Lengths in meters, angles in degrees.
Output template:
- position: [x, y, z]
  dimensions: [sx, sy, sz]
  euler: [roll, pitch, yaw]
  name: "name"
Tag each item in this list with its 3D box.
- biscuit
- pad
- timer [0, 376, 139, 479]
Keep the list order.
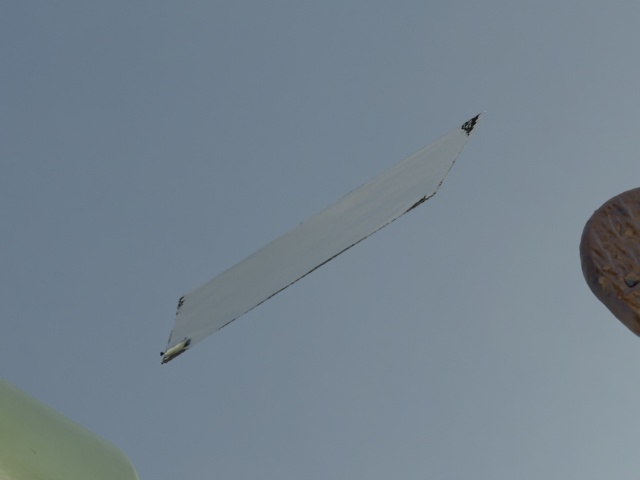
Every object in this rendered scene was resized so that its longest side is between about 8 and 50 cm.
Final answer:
- position: [0.307, 0.021, 1.259]
  dimensions: [0.212, 0.212, 0.036]
  euler: [-13, -51, -18]
  name: "biscuit"
- position: [0.000, 0.000, 0.838]
  dimensions: [0.193, 0.116, 0.004]
  euler: [-31, -102, -19]
  name: "pad"
- position: [-0.300, 0.139, 0.866]
  dimensions: [0.291, 0.291, 0.315]
  euler: [-46, -64, -6]
  name: "timer"
